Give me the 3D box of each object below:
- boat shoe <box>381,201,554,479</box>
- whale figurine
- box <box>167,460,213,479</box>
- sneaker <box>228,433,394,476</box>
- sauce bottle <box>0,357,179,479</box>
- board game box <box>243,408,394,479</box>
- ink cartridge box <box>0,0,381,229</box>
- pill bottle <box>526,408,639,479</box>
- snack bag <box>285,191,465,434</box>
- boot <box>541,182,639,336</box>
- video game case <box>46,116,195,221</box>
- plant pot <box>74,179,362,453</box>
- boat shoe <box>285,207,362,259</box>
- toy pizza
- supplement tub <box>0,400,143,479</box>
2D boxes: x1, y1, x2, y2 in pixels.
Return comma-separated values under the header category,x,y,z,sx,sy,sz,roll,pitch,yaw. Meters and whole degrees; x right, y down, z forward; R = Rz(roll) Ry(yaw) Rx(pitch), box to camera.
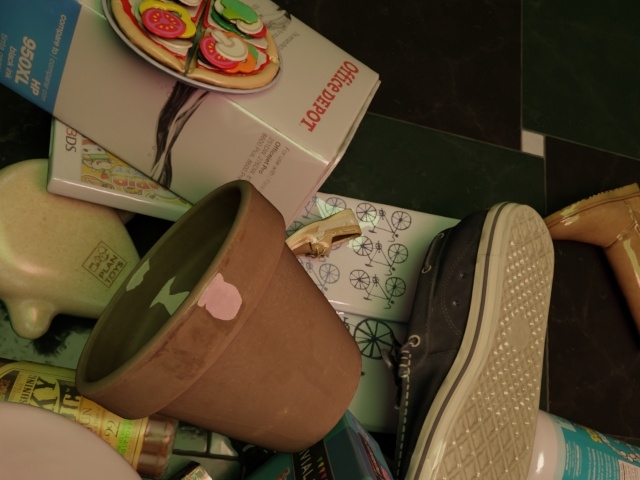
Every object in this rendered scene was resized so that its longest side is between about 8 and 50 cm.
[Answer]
category,x,y,z,sx,sy,sz,roll,pitch,yaw
boat shoe,0.170,0.176,0.786,0.187,0.156,0.500,38,59,-33
whale figurine,-0.301,0.030,0.756,0.272,0.141,0.216,44,54,-27
box,-0.190,0.307,0.707,0.137,0.094,0.027,-35,85,-23
sneaker,0.001,0.273,0.786,0.272,0.100,0.108,33,54,-10
sauce bottle,-0.333,0.190,0.691,0.345,0.111,0.111,12,70,-13
board game box,-0.071,0.328,0.587,0.336,0.254,0.079,-40,99,-1
ink cartridge box,-0.148,-0.210,0.786,0.395,0.166,0.285,33,37,-5
pill bottle,0.358,0.330,0.843,0.264,0.146,0.146,23,68,-10
snack bag,0.081,0.107,0.886,0.323,0.037,0.342,11,70,-14
boot,0.491,0.053,1.005,0.236,0.089,0.269,-16,80,-21
video game case,-0.218,-0.108,0.781,0.227,0.026,0.206,14,39,-32
plant pot,-0.081,0.104,0.655,0.229,0.263,0.263,41,65,-21
boat shoe,0.000,0.000,0.848,0.135,0.050,0.045,-27,75,-24
toy pizza,-0.128,-0.231,0.661,0.201,0.032,0.201,20,42,-19
supplement tub,-0.318,0.330,0.544,0.228,0.228,0.316,36,92,-4
